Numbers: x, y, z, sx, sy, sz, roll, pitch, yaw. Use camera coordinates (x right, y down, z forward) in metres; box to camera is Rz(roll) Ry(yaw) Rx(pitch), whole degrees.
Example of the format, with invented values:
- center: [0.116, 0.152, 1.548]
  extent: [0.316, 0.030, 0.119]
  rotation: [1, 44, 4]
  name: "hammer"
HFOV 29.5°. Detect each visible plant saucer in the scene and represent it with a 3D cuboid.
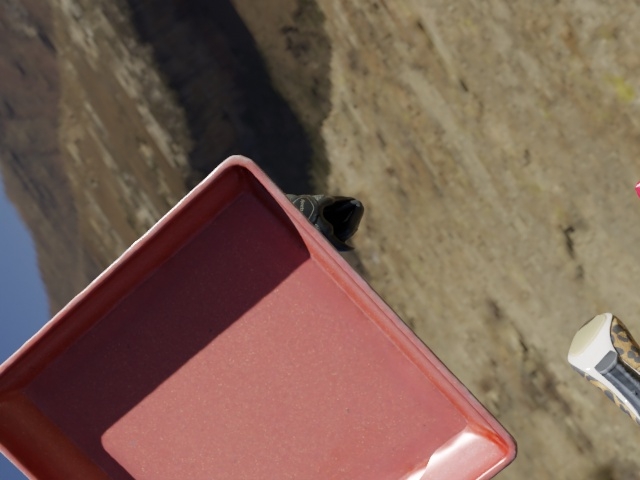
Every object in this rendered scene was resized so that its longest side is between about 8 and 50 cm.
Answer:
- center: [-0.052, 0.112, 0.784]
  extent: [0.259, 0.258, 0.048]
  rotation: [46, -164, -10]
  name: "plant saucer"

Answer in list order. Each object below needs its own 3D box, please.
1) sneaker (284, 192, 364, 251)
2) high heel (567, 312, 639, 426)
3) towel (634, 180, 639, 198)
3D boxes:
- center: [0.000, 0.000, 1.687]
  extent: [0.227, 0.130, 0.087]
  rotation: [72, -159, -65]
  name: "sneaker"
- center: [0.444, 0.201, 1.704]
  extent: [0.186, 0.093, 0.261]
  rotation: [42, -169, -6]
  name: "high heel"
- center: [0.480, -0.058, 1.302]
  extent: [0.031, 0.275, 0.199]
  rotation: [1, -123, -42]
  name: "towel"
